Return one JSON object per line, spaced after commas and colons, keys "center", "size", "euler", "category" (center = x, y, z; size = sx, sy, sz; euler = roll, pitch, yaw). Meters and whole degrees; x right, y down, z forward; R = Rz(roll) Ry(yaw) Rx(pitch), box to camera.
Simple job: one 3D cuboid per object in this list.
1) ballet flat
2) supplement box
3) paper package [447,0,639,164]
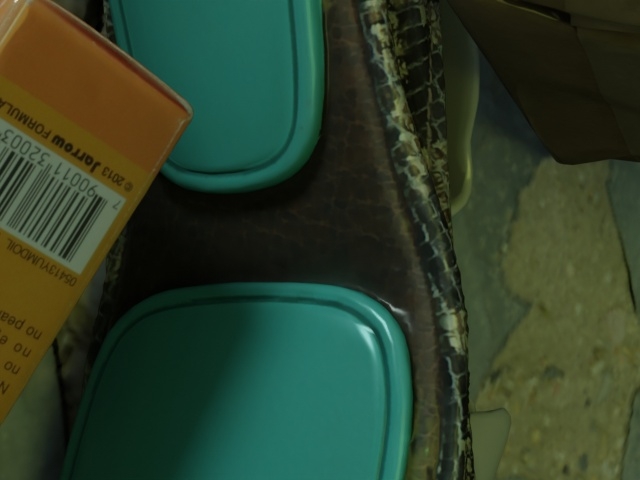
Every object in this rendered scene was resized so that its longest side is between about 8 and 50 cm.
{"center": [0.000, 0.000, 0.635], "size": [0.182, 0.164, 0.482], "euler": [1, 89, -56], "category": "ballet flat"}
{"center": [-0.140, 0.032, 0.521], "size": [0.080, 0.078, 0.233], "euler": [37, 84, -39], "category": "supplement box"}
{"center": [0.174, -0.202, 0.675], "size": [0.309, 0.168, 0.324], "euler": [31, 70, -70], "category": "paper package"}
